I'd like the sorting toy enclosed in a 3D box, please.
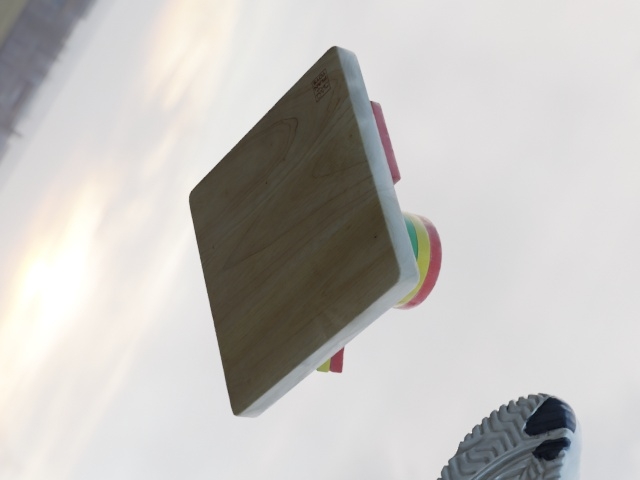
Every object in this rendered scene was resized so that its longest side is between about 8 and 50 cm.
[{"bbox_3d":[0.000,0.000,1.476,0.257,0.089,0.255,-42,-130,38],"label":"sorting toy"}]

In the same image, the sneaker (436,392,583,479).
[{"bbox_3d":[0.135,0.223,0.978,0.094,0.153,0.235,-4,-115,38],"label":"sneaker"}]
